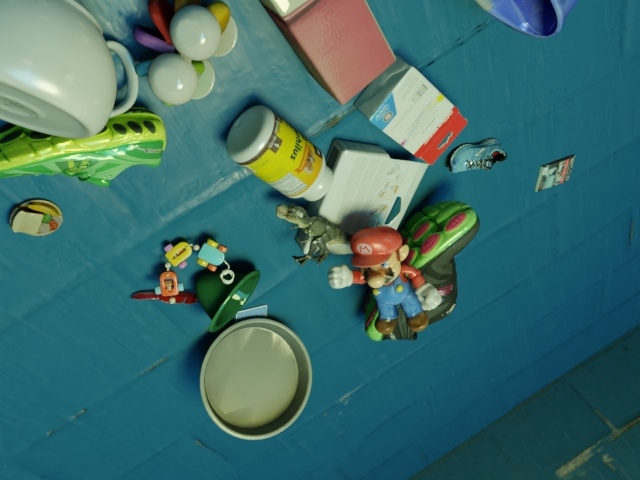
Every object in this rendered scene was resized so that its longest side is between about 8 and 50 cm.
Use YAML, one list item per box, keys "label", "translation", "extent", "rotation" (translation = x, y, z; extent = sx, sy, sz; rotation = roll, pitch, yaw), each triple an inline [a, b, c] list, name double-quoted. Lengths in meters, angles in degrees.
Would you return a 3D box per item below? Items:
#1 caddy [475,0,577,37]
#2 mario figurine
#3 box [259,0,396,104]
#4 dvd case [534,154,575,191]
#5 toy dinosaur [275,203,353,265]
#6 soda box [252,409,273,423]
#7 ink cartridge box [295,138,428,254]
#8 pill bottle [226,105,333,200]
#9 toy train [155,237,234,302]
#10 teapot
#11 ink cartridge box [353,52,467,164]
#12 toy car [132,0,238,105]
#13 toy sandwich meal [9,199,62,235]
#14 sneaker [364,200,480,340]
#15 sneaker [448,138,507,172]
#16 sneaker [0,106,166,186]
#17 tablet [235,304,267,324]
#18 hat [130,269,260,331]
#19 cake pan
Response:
- label: "caddy"
  translation: [0.321, -0.491, 0.893]
  extent: [0.179, 0.241, 0.341]
  rotation: [-50, 134, 9]
- label: "mario figurine"
  translation: [0.145, 0.111, 1.192]
  extent: [0.198, 0.170, 0.321]
  rotation: [-32, 128, -7]
- label: "box"
  translation: [0.001, -0.369, 0.868]
  extent: [0.126, 0.149, 0.232]
  rotation: [-39, 135, 6]
- label: "dvd case"
  translation: [0.683, -0.195, 1.523]
  extent: [0.119, 0.013, 0.087]
  rotation: [-21, 134, -16]
- label: "toy dinosaur"
  translation: [0.000, 0.000, 1.166]
  extent: [0.268, 0.064, 0.118]
  rotation: [17, 110, -43]
- label: "soda box"
  translation: [-0.183, 0.421, 1.413]
  extent: [0.060, 0.169, 0.053]
  rotation: [-7, 133, -26]
- label: "ink cartridge box"
  translation: [0.094, -0.090, 1.226]
  extent: [0.238, 0.060, 0.275]
  rotation: [2, 126, -33]
- label: "pill bottle"
  translation: [-0.071, -0.160, 1.025]
  extent: [0.117, 0.117, 0.215]
  rotation: [-47, 135, 12]
- label: "toy train"
  translation: [-0.272, 0.058, 1.115]
  extent: [0.166, 0.046, 0.125]
  rotation: [-11, 102, -8]
- label: "teapot"
  translation: [-0.382, -0.262, 0.705]
  extent: [0.252, 0.256, 0.187]
  rotation: [17, 79, -16]
- label: "ink cartridge box"
  translation: [0.198, -0.272, 1.120]
  extent: [0.231, 0.078, 0.134]
  rotation: [25, 111, -42]
- label: "toy car"
  translation: [-0.222, -0.304, 0.812]
  extent: [0.136, 0.159, 0.182]
  rotation: [32, 111, -7]
- label: "toy sandwich meal"
  translation: [-0.505, -0.036, 0.932]
  extent: [0.085, 0.029, 0.086]
  rotation: [-16, 133, -18]
- label: "sneaker"
  translation: [0.281, 0.090, 1.385]
  extent: [0.202, 0.185, 0.483]
  rotation: [15, 130, -15]
- label: "sneaker"
  translation: [0.392, -0.204, 1.297]
  extent: [0.162, 0.073, 0.064]
  rotation: [-22, 135, -14]
- label: "sneaker"
  translation: [-0.399, -0.133, 0.855]
  extent: [0.295, 0.110, 0.124]
  rotation: [-11, 137, -16]
- label: "tablet"
  translation: [-0.177, 0.193, 1.341]
  extent: [0.083, 0.006, 0.054]
  rotation: [-11, 131, -24]
- label: "hat"
  translation: [-0.266, 0.091, 1.193]
  extent: [0.173, 0.183, 0.208]
  rotation: [-58, 171, 19]
- label: "cake pan"
  translation: [-0.164, 0.346, 1.324]
  extent: [0.292, 0.294, 0.054]
  rotation: [-6, 173, -27]
